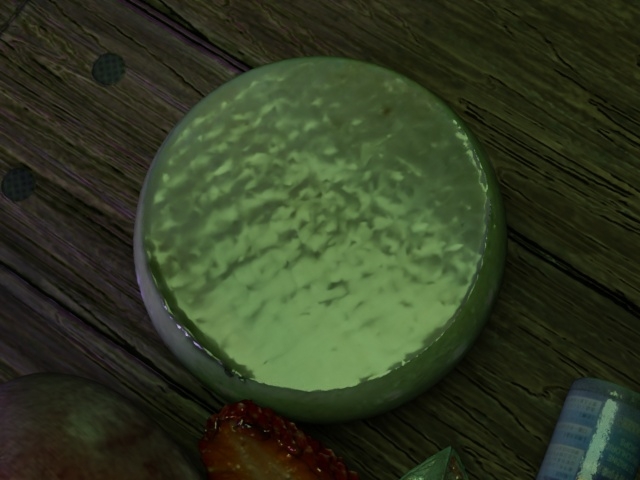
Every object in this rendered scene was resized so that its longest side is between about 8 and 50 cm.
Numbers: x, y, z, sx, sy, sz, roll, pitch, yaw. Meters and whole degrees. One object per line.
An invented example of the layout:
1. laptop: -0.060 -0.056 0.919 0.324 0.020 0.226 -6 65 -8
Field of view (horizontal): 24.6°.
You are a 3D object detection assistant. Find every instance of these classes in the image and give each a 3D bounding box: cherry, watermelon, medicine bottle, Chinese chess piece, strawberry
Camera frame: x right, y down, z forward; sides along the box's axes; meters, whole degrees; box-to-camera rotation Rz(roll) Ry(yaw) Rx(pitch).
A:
1. cherry: -0.217 0.245 1.270 0.307 0.261 0.221 32 120 -1
2. watermelon: 0.099 0.232 1.333 0.085 0.061 0.085 1 70 -3
3. medicine bottle: 0.231 0.228 1.311 0.083 0.083 0.203 21 77 12
4. Chinese chess piece: 0.000 0.000 1.378 0.349 0.146 0.349 -2 71 5
5. strawberry: -0.032 0.201 1.310 0.121 0.188 0.082 -22 31 21
